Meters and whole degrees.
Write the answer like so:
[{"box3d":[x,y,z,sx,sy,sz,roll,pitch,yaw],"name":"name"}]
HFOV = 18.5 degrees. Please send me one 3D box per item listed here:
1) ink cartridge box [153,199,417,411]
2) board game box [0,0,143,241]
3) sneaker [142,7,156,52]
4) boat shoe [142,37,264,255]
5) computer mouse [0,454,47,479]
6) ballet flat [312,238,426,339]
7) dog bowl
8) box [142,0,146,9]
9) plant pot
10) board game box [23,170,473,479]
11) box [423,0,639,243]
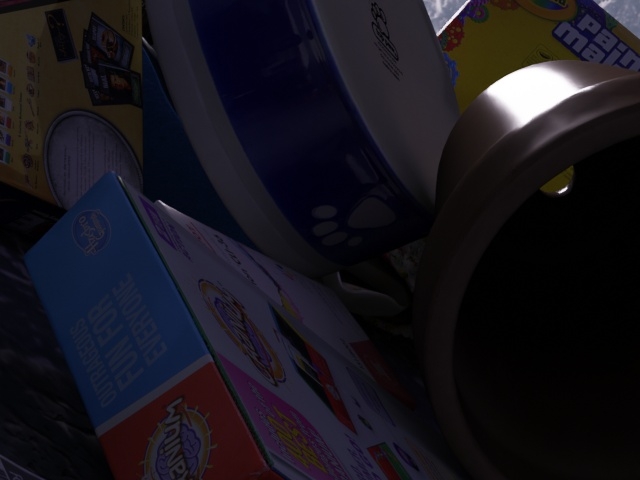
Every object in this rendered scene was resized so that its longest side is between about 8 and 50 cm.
[{"box3d":[-0.049,0.052,1.096,0.198,0.067,0.115,27,18,-45],"name":"ink cartridge box"},{"box3d":[-0.172,-0.124,1.120,0.165,0.042,0.243,27,51,-45],"name":"board game box"},{"box3d":[-0.101,-0.110,1.406,0.094,0.081,0.208,37,-11,-26],"name":"sneaker"},{"box3d":[-0.127,-0.070,1.276,0.258,0.109,0.089,54,4,-14],"name":"boat shoe"},{"box3d":[-0.101,0.127,0.755,0.193,0.042,0.106,35,17,-48],"name":"computer mouse"},{"box3d":[0.000,0.000,1.410,0.241,0.091,0.077,27,44,-32],"name":"ballet flat"},{"box3d":[-0.004,-0.115,1.257,0.265,0.104,0.265,55,24,-38],"name":"dog bowl"},{"box3d":[-0.103,-0.182,1.720,0.232,0.087,0.058,39,15,-10],"name":"box"},{"box3d":[0.162,0.005,1.113,0.263,0.263,0.229,35,12,-23],"name":"plant pot"},{"box3d":[0.015,0.128,0.927,0.316,0.064,0.242,41,9,-35],"name":"board game box"},{"box3d":[0.179,-0.029,1.537,0.290,0.177,0.279,41,-21,3],"name":"box"}]
